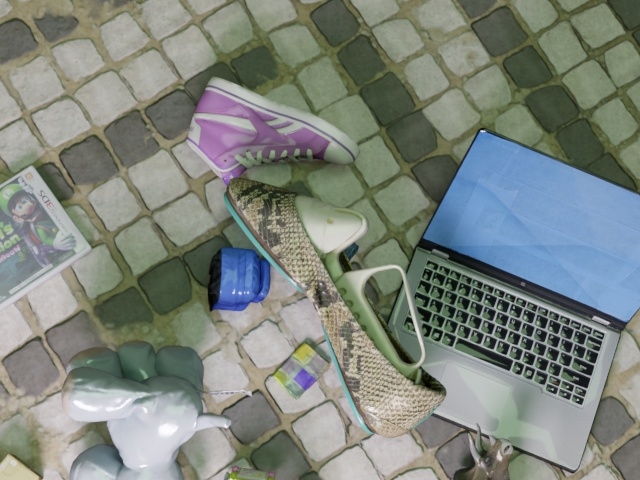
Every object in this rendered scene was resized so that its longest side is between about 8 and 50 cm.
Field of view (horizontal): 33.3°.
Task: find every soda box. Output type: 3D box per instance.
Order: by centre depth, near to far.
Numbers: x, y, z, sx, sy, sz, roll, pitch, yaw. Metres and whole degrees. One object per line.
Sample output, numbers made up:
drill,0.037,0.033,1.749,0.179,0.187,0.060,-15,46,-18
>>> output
soda box,-0.500,0.411,1.607,0.061,0.058,0.181,37,74,2

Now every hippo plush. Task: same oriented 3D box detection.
hippo plush,-0.256,0.300,1.621,0.294,0.234,0.236,11,106,10

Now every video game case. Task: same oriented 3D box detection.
video game case,-0.495,-0.002,1.724,0.190,0.022,0.173,-35,83,-14

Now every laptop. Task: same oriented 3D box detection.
laptop,0.330,0.105,1.700,0.382,0.236,0.408,23,75,-1

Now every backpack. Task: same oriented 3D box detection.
backpack,-0.130,0.057,1.708,0.101,0.120,0.098,-2,76,-8

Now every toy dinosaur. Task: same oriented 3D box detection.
toy dinosaur,0.240,0.465,1.682,0.160,0.121,0.313,27,79,12

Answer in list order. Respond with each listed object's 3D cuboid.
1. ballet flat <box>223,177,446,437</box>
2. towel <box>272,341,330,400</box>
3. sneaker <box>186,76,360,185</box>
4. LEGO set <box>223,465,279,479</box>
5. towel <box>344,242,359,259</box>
ballet flat,0.043,0.069,1.666,0.182,0.164,0.483,-34,82,19
towel,-0.031,0.211,1.742,0.060,0.009,0.083,45,75,3
sneaker,-0.086,-0.147,1.781,0.282,0.102,0.161,21,78,9
LEGO set,-0.076,0.437,1.657,0.287,0.107,0.132,29,109,-5
towel,0.000,0.000,1.787,0.119,0.029,0.067,38,75,1
